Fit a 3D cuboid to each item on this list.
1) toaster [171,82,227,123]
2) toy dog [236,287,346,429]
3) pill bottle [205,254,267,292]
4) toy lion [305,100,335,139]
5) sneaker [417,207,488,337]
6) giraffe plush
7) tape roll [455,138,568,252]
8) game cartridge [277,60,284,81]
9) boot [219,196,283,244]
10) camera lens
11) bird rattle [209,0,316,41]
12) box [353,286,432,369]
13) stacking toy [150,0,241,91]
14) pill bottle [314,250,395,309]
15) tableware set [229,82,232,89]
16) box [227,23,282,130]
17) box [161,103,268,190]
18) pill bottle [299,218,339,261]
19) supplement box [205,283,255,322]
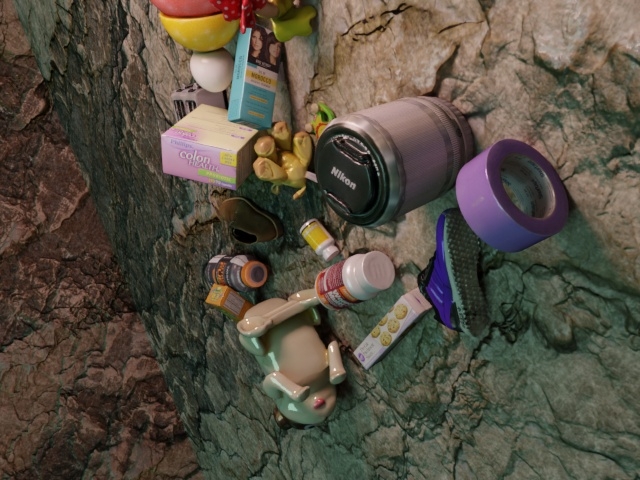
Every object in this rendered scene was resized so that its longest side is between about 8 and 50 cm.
[{"bbox_3d":[-0.371,-0.400,1.779,0.168,0.110,0.185,18,123,47],"label":"toaster"},{"bbox_3d":[-0.093,0.392,1.751,0.396,0.285,0.407,-12,102,54],"label":"toy dog"},{"bbox_3d":[-0.282,0.112,1.949,0.246,0.131,0.130,-3,108,52],"label":"pill bottle"},{"bbox_3d":[0.011,-0.287,1.433,0.096,0.034,0.100,41,138,20],"label":"toy lion"},{"bbox_3d":[0.269,0.070,1.250,0.146,0.102,0.293,9,117,50],"label":"sneaker"},{"bbox_3d":[-0.109,-0.208,1.548,0.210,0.181,0.171,40,165,-25],"label":"giraffe plush"},{"bbox_3d":[0.338,-0.079,1.002,0.188,0.189,0.080,60,143,7],"label":"tape roll"},{"bbox_3d":[-0.126,-0.452,1.520,0.083,0.017,0.055,22,123,44],"label":"game cartridge"},{"bbox_3d":[-0.258,-0.063,1.831,0.305,0.115,0.112,23,129,45],"label":"boot"},{"bbox_3d":[0.143,-0.161,1.127,0.219,0.274,0.219,29,131,40],"label":"camera lens"},{"bbox_3d":[-0.119,-0.564,1.270,0.143,0.254,0.206,41,114,29],"label":"bird rattle"},{"bbox_3d":[0.184,0.237,1.488,0.067,0.063,0.324,53,143,18],"label":"box"},{"bbox_3d":[-0.302,-0.596,1.410,0.351,0.351,0.479,29,138,40],"label":"stacking toy"},{"bbox_3d":[0.088,0.105,1.484,0.221,0.121,0.121,-30,86,55],"label":"pill bottle"},{"bbox_3d":[-0.237,-0.492,1.634,0.104,0.024,0.154,57,145,17],"label":"tableware set"},{"bbox_3d":[-0.164,-0.411,1.436,0.060,0.101,0.244,4,86,50],"label":"box"},{"bbox_3d":[-0.283,-0.264,1.571,0.214,0.243,0.117,14,125,9],"label":"box"},{"bbox_3d":[0.000,0.000,1.581,0.116,0.065,0.065,51,142,19],"label":"pill bottle"},{"bbox_3d":[-0.287,0.234,1.959,0.078,0.080,0.233,6,152,39],"label":"supplement box"}]
